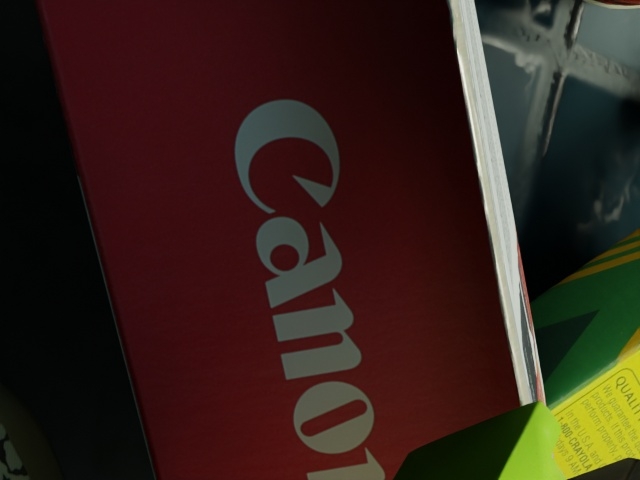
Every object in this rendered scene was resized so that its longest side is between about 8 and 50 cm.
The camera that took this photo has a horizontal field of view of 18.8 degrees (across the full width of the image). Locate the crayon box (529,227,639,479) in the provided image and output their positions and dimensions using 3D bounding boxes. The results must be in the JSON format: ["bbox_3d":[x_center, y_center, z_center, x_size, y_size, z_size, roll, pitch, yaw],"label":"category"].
[{"bbox_3d":[0.204,0.079,0.903,0.318,0.081,0.202,-33,120,-2],"label":"crayon box"}]

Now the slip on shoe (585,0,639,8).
[{"bbox_3d":[0.075,-0.167,0.826,0.331,0.101,0.123,10,92,-39],"label":"slip on shoe"}]

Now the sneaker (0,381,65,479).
[{"bbox_3d":[-0.114,0.248,0.675,0.158,0.182,0.410,-5,100,-39],"label":"sneaker"}]

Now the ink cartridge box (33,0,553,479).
[{"bbox_3d":[0.000,0.000,0.643,0.130,0.272,0.309,-10,111,5],"label":"ink cartridge box"}]

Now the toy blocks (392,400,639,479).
[{"bbox_3d":[0.062,0.207,0.490,0.261,0.381,0.191,53,39,-13],"label":"toy blocks"}]
